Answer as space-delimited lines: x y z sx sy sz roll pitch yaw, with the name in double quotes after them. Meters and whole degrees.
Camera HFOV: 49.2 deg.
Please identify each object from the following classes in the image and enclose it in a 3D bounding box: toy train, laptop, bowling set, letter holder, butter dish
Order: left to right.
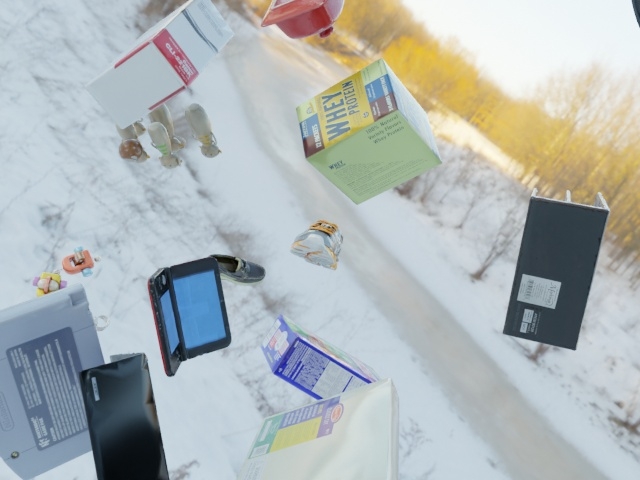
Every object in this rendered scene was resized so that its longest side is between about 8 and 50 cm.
-0.439 0.087 1.240 0.125 0.046 0.166 -15 68 -22 "toy train"
-0.321 0.301 1.079 0.136 0.234 0.264 -8 -4 -35 "laptop"
-0.406 -0.228 1.660 0.287 0.200 0.154 16 -36 25 "bowling set"
-0.014 -0.451 1.372 0.118 0.160 0.160 51 42 -38 "butter dish"
0.501 0.044 1.500 0.152 0.302 0.214 12 18 16 "letter holder"

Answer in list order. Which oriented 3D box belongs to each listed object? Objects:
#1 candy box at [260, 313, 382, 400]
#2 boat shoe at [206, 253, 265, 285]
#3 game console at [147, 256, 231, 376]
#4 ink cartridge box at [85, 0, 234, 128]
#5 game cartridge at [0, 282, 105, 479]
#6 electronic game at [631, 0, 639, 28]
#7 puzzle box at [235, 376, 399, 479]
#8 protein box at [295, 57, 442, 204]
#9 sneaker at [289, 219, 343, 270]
0.016 0.343 1.835 0.317 0.122 0.268 34 -1 -14 "candy box"
-0.183 0.062 1.519 0.152 0.049 0.056 8 55 -31 "boat shoe"
-0.185 0.106 1.005 0.085 0.144 0.124 -10 8 -1 "game console"
-0.321 -0.372 1.429 0.114 0.197 0.273 52 34 -24 "ink cartridge box"
-0.436 0.227 1.095 0.198 0.297 0.062 -18 31 -25 "game cartridge"
0.414 -0.294 0.742 0.229 0.229 0.048 29 -3 -28 "electronic game"
-0.003 0.365 1.146 0.409 0.272 0.052 -59 128 -75 "puzzle box"
0.094 -0.204 1.357 0.201 0.200 0.136 36 35 -49 "protein box"
0.000 0.000 1.260 0.084 0.083 0.215 19 -5 5 "sneaker"
